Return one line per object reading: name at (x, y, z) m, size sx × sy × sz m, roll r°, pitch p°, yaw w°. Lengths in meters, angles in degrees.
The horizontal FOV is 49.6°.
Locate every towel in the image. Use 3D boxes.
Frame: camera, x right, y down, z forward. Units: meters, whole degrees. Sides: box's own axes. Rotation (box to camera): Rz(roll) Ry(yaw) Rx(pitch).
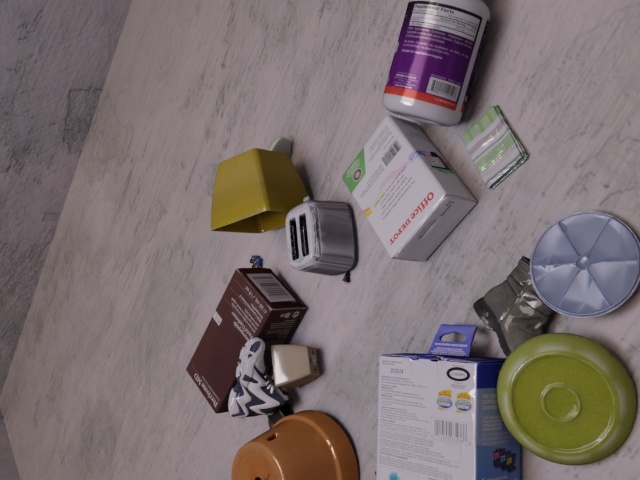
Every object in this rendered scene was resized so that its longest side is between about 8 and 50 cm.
towel at (0.365, -0.200, 1.475) m, size 0.113 × 0.023 × 0.152 m, roll -44°, pitch 53°, yaw 35°

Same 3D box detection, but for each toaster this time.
toaster at (0.000, 0.000, 1.773) m, size 0.129 × 0.146 × 0.227 m, roll -21°, pitch 69°, yaw 47°

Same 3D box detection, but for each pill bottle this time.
pill bottle at (0.258, -0.423, 1.514) m, size 0.181 × 0.181 × 0.323 m, roll 24°, pitch 102°, yaw 48°

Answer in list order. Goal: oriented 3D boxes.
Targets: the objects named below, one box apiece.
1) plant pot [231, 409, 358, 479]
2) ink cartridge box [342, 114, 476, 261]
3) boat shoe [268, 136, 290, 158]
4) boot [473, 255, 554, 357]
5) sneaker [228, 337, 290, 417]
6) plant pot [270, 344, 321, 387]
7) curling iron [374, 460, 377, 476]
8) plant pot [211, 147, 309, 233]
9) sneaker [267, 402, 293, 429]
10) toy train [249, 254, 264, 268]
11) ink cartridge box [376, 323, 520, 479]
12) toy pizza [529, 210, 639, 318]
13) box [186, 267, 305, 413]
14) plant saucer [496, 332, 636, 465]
plant pot at (-0.082, 0.578, 1.704) m, size 0.291 × 0.203 × 0.290 m, roll -2°, pitch 87°, yaw 44°
ink cartridge box at (0.196, -0.117, 1.586) m, size 0.201 × 0.117 × 0.278 m, roll -53°, pitch 48°, yaw 30°
boat shoe at (-0.158, -0.205, 2.041) m, size 0.081 × 0.079 × 0.227 m, roll 36°, pitch 114°, yaw 42°
boot at (0.415, 0.157, 1.323) m, size 0.161 × 0.083 × 0.246 m, roll -46°, pitch 56°, yaw 22°
sneaker at (-0.144, 0.369, 1.830) m, size 0.094 × 0.153 × 0.235 m, roll -135°, pitch 58°, yaw -67°
plant pot at (-0.059, 0.325, 1.818) m, size 0.096 × 0.109 × 0.109 m, roll -14°, pitch 71°, yaw 20°
curling iron at (0.130, 0.524, 1.550) m, size 0.068 × 0.035 × 0.274 m, roll 31°, pitch 131°, yaw 45°
plant pot at (-0.169, -0.137, 1.898) m, size 0.212 × 0.212 × 0.187 m, roll -17°, pitch 78°, yaw 34°
sneaker at (-0.115, 0.465, 1.908) m, size 0.089 × 0.051 × 0.170 m, roll -48°, pitch 56°, yaw 33°
toy train at (-0.173, 0.102, 2.049) m, size 0.036 × 0.027 × 0.158 m, roll -48°, pitch 51°, yaw 29°
ink cartridge box at (0.257, 0.370, 1.410) m, size 0.270 × 0.151 × 0.395 m, roll -6°, pitch 81°, yaw 49°
toy pizza at (0.485, 0.045, 1.267) m, size 0.201 × 0.032 × 0.201 m, roll -13°, pitch 68°, yaw 34°
box at (-0.219, 0.281, 1.957) m, size 0.191 × 0.143 × 0.381 m, roll 44°, pitch 118°, yaw 36°
plant saucer at (0.432, 0.287, 1.235) m, size 0.241 × 0.037 × 0.241 m, roll 1°, pitch 93°, yaw 25°
